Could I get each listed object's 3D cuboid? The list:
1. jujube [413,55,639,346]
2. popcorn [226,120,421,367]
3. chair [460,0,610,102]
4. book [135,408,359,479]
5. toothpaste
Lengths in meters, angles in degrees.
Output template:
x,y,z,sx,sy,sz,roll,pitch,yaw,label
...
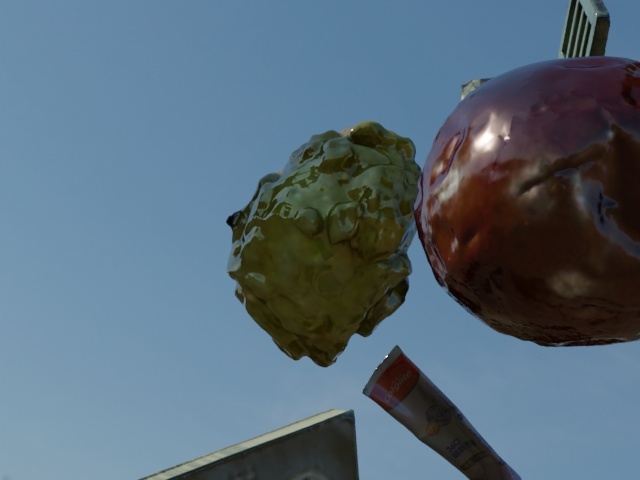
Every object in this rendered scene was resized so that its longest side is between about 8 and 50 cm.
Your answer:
x,y,z,sx,sy,sz,roll,pitch,yaw,label
0.180,-0.029,1.037,0.223,0.223,0.318,16,1,-1,jujube
0.000,0.000,1.419,0.192,0.233,0.266,25,-35,-8,popcorn
0.234,-0.156,1.608,0.147,0.136,0.271,-3,-56,-1,chair
-0.080,0.372,1.724,0.043,0.260,0.371,1,10,43,book
0.181,0.268,1.916,0.301,0.048,0.075,43,-73,-15,toothpaste
